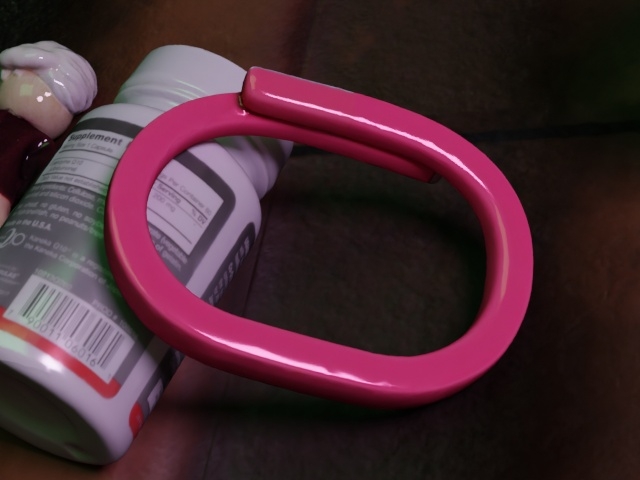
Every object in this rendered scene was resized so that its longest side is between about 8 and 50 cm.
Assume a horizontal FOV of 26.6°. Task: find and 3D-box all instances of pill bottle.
[{"bbox_3d":[-0.143,0.004,0.985,0.161,0.161,0.283,12,57,30],"label":"pill bottle"}]

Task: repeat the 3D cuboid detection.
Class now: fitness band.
[{"bbox_3d":[0.000,0.000,0.908,0.290,0.054,0.209,15,66,-7],"label":"fitness band"}]

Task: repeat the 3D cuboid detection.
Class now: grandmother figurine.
[{"bbox_3d":[-0.301,-0.041,1.138,0.207,0.104,0.342,26,59,6],"label":"grandmother figurine"}]
